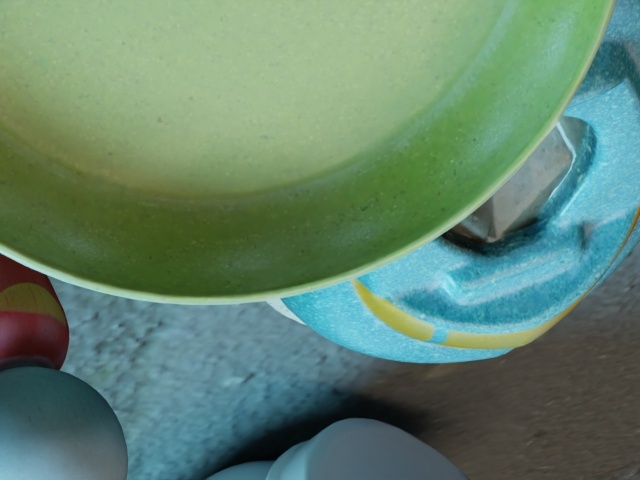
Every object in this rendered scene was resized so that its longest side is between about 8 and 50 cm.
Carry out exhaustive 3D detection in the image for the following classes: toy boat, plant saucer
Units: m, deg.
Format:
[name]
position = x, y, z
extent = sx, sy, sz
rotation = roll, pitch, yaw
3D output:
[toy boat]
position = 0.000, 0.000, 0.691
extent = 0.318, 0.148, 0.267
rotation = -22, 149, -3
[plant saucer]
position = -0.030, -0.097, 0.540
extent = 0.241, 0.037, 0.241
rotation = -3, 114, -6

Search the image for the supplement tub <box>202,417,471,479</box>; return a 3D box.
[supplement tub]
position = -0.046, 0.257, 0.969
extent = 0.316, 0.228, 0.228
rotation = -40, 145, 25
